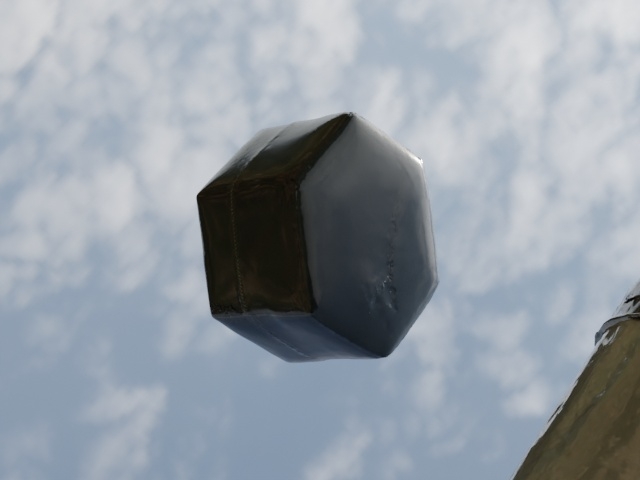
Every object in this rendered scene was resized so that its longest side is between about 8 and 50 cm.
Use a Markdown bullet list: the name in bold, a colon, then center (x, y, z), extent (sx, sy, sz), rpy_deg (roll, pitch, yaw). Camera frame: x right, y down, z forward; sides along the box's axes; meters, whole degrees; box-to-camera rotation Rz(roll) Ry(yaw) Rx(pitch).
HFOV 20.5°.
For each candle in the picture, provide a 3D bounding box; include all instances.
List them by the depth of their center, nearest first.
- **candle**: center (0.257, 0.185, 1.286), extent (0.221, 0.221, 0.342), rpy_deg (7, -127, 46)

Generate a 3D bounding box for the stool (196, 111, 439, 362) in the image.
- **stool**: center (0.000, 0.000, 1.661), extent (0.141, 0.232, 0.232), rpy_deg (-7, -129, 41)
